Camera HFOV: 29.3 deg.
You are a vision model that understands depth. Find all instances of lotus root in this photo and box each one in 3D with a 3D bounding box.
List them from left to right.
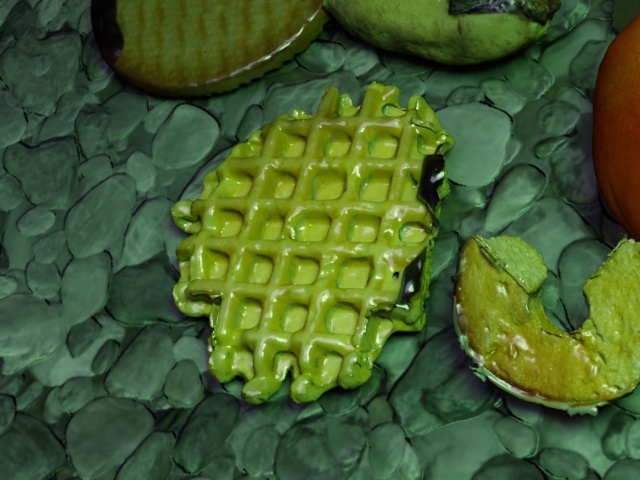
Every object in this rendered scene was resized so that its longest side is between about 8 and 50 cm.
[{"bbox_3d":[0.119,-0.229,1.197,0.258,0.097,0.110,17,63,37],"label":"lotus root"}]

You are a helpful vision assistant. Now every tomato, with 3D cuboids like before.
[{"bbox_3d":[0.331,-0.096,0.983,0.260,0.180,0.260,-13,51,16],"label":"tomato"}]

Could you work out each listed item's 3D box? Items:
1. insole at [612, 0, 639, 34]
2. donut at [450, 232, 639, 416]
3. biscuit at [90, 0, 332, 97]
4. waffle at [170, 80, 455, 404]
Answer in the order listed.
[{"bbox_3d":[0.351,-0.318,1.092,0.111,0.007,0.328,27,110,27],"label":"insole"},{"bbox_3d":[0.198,0.064,0.991,0.181,0.078,0.146,0,96,31],"label":"donut"},{"bbox_3d":[-0.111,-0.292,1.357,0.318,0.040,0.318,-10,61,18],"label":"biscuit"},{"bbox_3d":[-0.001,-0.002,1.141,0.307,0.060,0.312,-28,56,9],"label":"waffle"}]
